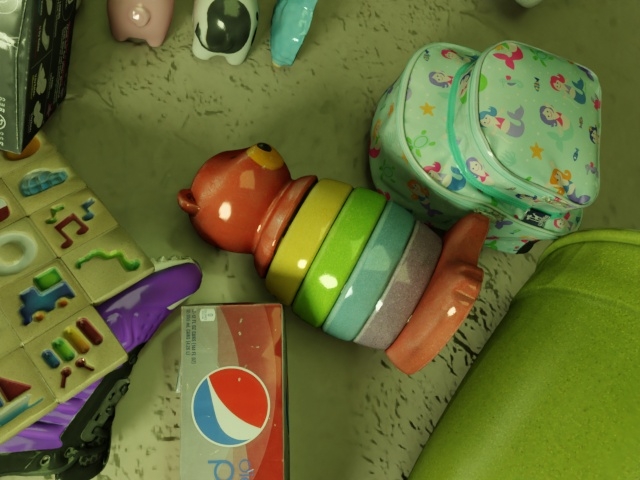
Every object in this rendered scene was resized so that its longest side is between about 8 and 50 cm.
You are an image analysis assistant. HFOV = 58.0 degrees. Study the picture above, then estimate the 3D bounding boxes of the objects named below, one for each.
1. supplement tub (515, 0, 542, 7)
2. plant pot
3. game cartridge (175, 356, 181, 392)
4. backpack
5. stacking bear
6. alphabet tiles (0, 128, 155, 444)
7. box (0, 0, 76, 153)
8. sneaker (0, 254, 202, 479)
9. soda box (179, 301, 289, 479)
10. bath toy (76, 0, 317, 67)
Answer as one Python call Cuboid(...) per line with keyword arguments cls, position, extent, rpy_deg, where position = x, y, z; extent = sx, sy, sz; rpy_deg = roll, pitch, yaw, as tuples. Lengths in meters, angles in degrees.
Cuboid(cls="supplement tub", position=(0.253, -0.504, 0.812), extent=(0.316, 0.193, 0.193), rpy_deg=(41, 65, -3))
Cuboid(cls="plant pot", position=(0.241, 0.238, 0.520), extent=(0.353, 0.366, 0.366), rpy_deg=(-41, 90, -14))
Cuboid(cls="game cartridge", position=(-0.114, 0.116, 0.589), extent=(0.056, 0.017, 0.083), rpy_deg=(11, 70, -20))
Cuboid(cls="backpack", position=(0.192, -0.117, 0.683), extent=(0.254, 0.191, 0.225), rpy_deg=(15, 70, -9))
Cuboid(cls="stacking bear", position=(0.000, 0.000, 0.590), extent=(0.289, 0.164, 0.175), rpy_deg=(28, 33, 3))
Cuboid(cls="alphabet tiles", position=(-0.321, 0.023, 0.472), extent=(0.285, 0.011, 0.342), rpy_deg=(-34, 63, -25))
Cuboid(cls="box", position=(-0.358, -0.206, 0.501), extent=(0.247, 0.163, 0.142), rpy_deg=(16, 35, -13))
Cuboid(cls="sneaker", position=(-0.216, 0.130, 0.511), extent=(0.293, 0.102, 0.146), rpy_deg=(-33, 93, -21))
Cuboid(cls="soda box", position=(-0.074, 0.187, 0.514), extent=(0.092, 0.083, 0.263), rpy_deg=(0, 83, -2))
Cuboid(cls="bath toy", position=(-0.174, -0.293, 0.632), extent=(0.349, 0.129, 0.151), rpy_deg=(1, 74, -18))
